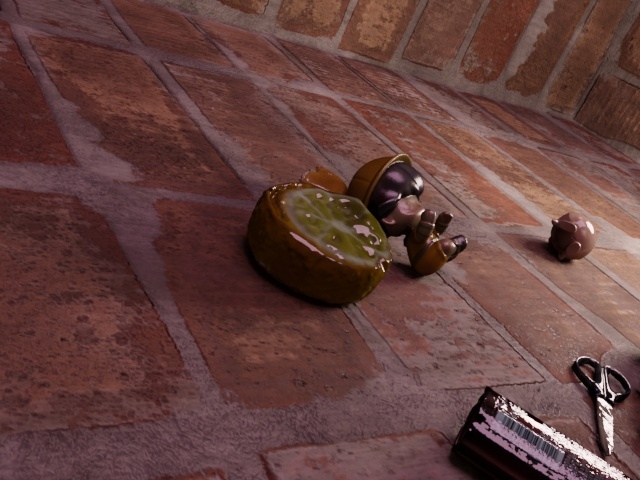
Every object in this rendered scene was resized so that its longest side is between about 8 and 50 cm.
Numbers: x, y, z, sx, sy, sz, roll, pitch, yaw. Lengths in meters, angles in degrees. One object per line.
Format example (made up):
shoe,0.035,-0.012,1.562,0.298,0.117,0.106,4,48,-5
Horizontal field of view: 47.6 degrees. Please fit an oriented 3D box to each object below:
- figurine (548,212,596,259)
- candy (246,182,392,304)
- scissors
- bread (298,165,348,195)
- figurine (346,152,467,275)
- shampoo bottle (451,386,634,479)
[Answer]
figurine,0.646,-0.010,1.869,0.125,0.125,0.138,32,15,15
candy,0.000,0.000,1.245,0.260,0.118,0.260,21,28,-11
scissors,0.487,0.285,1.247,0.109,0.022,0.300,25,25,9
bread,0.002,-0.098,1.478,0.106,0.082,0.125,22,21,9
figurine,0.158,-0.045,1.431,0.256,0.167,0.192,56,12,15
shampoo bottle,0.336,0.324,0.957,0.323,0.084,0.129,32,29,12
